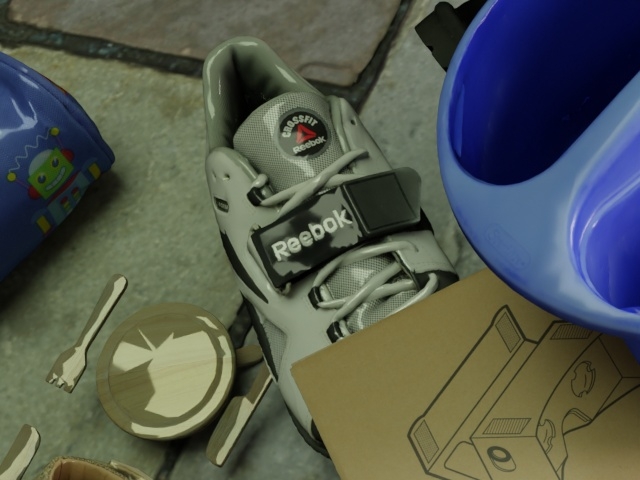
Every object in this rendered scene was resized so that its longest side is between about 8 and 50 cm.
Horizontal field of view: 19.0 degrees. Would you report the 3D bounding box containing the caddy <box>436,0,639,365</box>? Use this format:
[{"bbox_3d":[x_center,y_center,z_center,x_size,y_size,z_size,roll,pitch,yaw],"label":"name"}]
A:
[{"bbox_3d":[0.217,-0.074,0.869,0.341,0.179,0.241,-39,53,-7],"label":"caddy"}]

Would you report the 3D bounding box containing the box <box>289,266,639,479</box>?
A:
[{"bbox_3d":[0.104,0.082,0.931,0.201,0.021,0.164,-27,53,1],"label":"box"}]

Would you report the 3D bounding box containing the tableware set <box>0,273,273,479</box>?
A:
[{"bbox_3d":[-0.115,0.128,1.142,0.128,0.039,0.194,24,76,22],"label":"tableware set"}]

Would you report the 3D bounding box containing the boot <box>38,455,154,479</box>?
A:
[{"bbox_3d":[-0.161,0.178,1.009,0.095,0.203,0.262,-16,48,-39],"label":"boot"}]

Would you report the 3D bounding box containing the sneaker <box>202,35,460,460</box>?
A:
[{"bbox_3d":[0.000,0.000,1.071,0.122,0.146,0.330,-28,41,-8],"label":"sneaker"}]

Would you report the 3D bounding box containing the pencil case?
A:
[{"bbox_3d":[-0.276,0.010,1.242,0.306,0.119,0.133,-47,44,-10],"label":"pencil case"}]

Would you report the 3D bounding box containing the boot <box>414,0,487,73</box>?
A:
[{"bbox_3d":[0.247,-0.090,1.060,0.260,0.131,0.348,-46,63,-2],"label":"boot"}]
